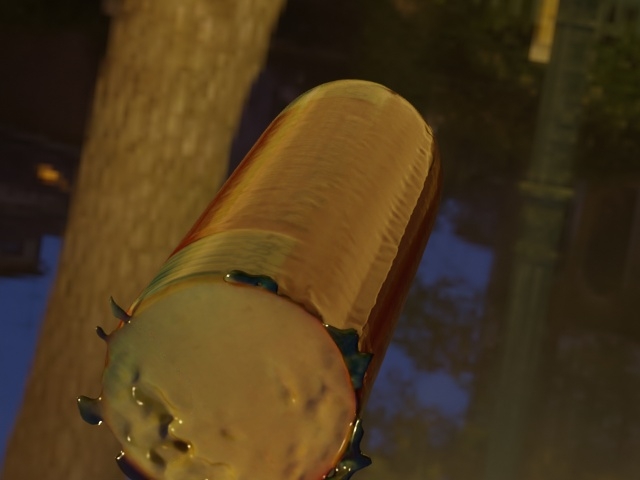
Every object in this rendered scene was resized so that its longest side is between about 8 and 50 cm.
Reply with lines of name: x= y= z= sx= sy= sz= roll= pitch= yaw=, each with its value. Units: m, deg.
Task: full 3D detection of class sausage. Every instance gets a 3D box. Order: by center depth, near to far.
sausage: x=0.000 y=0.000 z=0.615 sx=0.083 sy=0.083 sz=0.264 roll=10 pitch=-160 yaw=8
